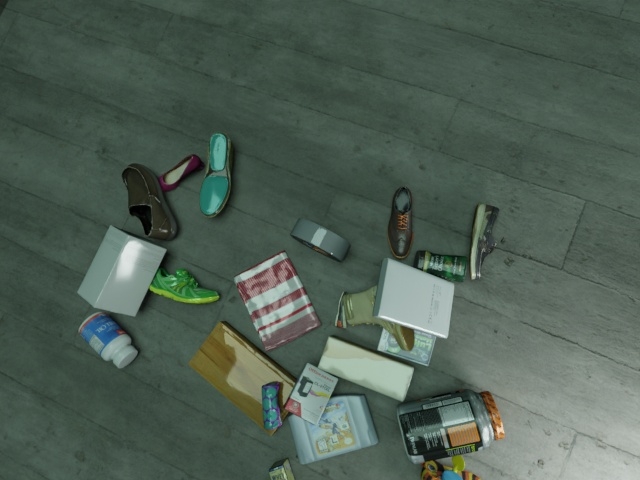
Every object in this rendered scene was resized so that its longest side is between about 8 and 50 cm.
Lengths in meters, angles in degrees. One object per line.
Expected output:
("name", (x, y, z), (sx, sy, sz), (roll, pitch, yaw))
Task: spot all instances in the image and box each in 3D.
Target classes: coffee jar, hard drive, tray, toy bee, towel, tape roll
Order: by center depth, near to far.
("toy bee", (0.407, 0.782, 1.534), (0.298, 0.162, 0.195), (33, 104, -18))
("hard drive", (0.328, 0.203, 1.589), (0.308, 0.040, 0.202), (21, 71, -25))
("coffee jar", (0.434, 0.092, 1.675), (0.185, 0.079, 0.096), (8, 81, 11))
("tape roll", (0.000, 0.000, 1.690), (0.219, 0.219, 0.072), (27, 84, 13))
("tray", (-0.275, 0.507, 1.722), (0.411, 0.076, 0.202), (36, 88, 12))
("towel", (-0.171, 0.231, 1.772), (0.237, 0.037, 0.328), (-28, 77, 3))

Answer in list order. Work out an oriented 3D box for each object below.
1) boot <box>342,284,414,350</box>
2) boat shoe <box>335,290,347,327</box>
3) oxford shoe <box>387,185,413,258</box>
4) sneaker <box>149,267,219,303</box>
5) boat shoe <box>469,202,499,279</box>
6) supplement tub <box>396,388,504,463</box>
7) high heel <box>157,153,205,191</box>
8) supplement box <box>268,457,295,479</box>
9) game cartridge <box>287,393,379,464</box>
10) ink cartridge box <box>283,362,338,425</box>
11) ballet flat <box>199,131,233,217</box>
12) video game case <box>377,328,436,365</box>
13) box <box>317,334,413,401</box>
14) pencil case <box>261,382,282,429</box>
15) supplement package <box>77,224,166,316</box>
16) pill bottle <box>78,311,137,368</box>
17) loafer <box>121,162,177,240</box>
("boot", (0.206, 0.288, 1.650), (0.204, 0.095, 0.261), (-22, 100, 36))
("boat shoe", (0.087, 0.259, 1.718), (0.043, 0.049, 0.136), (10, 85, 13))
("oxford shoe", (0.297, -0.070, 1.714), (0.097, 0.098, 0.271), (0, 80, 9))
("sneaker", (-0.536, 0.175, 1.802), (0.296, 0.109, 0.123), (13, 87, 12))
("boat shoe", (0.589, 0.003, 1.655), (0.093, 0.103, 0.285), (7, 76, 15))
("supplement tub", (0.426, 0.611, 1.529), (0.316, 0.193, 0.193), (-14, 78, 6))
("high heel", (-0.598, -0.277, 1.886), (0.244, 0.117, 0.082), (-21, 78, 5))
("supplement box", (-0.136, 0.835, 1.637), (0.056, 0.083, 0.083), (-22, 77, 5))
("game cartridge", (0.039, 0.666, 1.655), (0.298, 0.062, 0.197), (-19, 82, 6))
("ink cartridge box", (-0.034, 0.536, 1.615), (0.128, 0.072, 0.175), (27, 69, 2))
("ballet flat", (-0.409, -0.258, 1.856), (0.123, 0.123, 0.348), (4, 84, 10))
("video game case", (0.321, 0.345, 1.679), (0.191, 0.022, 0.173), (15, 83, 11))
("box", (0.161, 0.445, 1.626), (0.311, 0.148, 0.121), (18, 83, 10))
("pencil case", (-0.171, 0.582, 1.622), (0.070, 0.064, 0.151), (-11, 79, 23))
("supplement package", (-0.771, 0.118, 1.789), (0.175, 0.178, 0.292), (19, 83, 41))
("pill bottle", (-0.826, 0.393, 1.805), (0.222, 0.124, 0.124), (39, 88, 12))
("loafer", (-0.711, -0.162, 1.858), (0.134, 0.130, 0.365), (-41, 75, 29))
